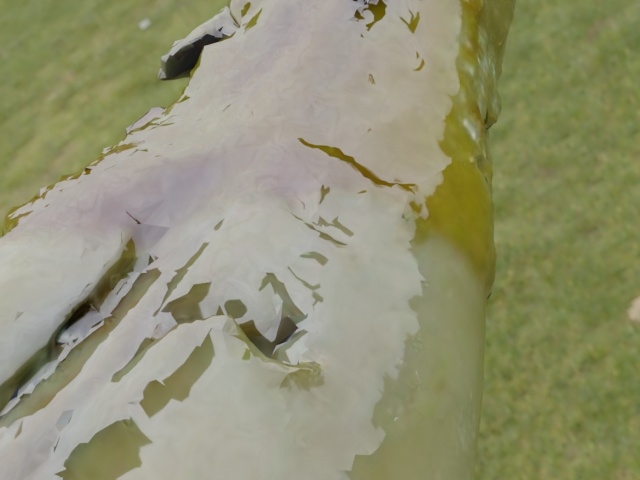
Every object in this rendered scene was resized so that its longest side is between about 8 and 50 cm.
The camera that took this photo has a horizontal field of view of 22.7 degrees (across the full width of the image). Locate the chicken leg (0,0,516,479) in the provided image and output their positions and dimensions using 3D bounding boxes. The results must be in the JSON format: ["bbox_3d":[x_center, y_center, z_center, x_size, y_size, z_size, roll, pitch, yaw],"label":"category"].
[{"bbox_3d":[0.000,0.000,0.453,0.153,0.201,0.429,138,156,-73],"label":"chicken leg"}]
